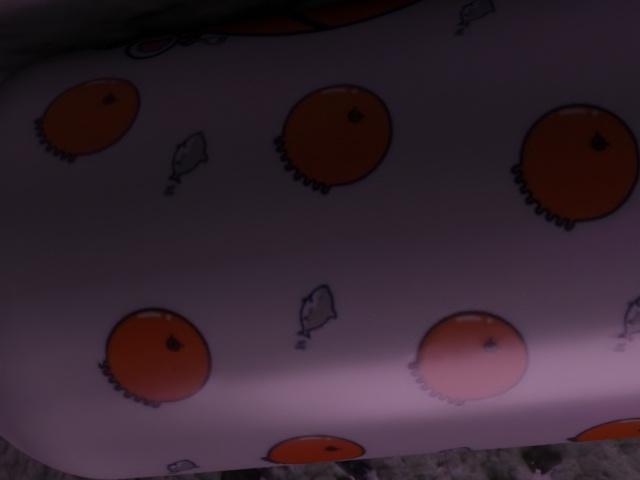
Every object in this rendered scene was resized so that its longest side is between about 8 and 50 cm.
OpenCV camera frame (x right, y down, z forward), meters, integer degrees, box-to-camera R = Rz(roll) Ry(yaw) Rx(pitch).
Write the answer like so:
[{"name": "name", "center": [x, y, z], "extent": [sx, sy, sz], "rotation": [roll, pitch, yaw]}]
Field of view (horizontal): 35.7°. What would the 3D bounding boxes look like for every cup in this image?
[{"name": "cup", "center": [0.000, 0.000, 0.463], "extent": [0.317, 0.212, 0.212], "rotation": [-8, 174, 6]}]
